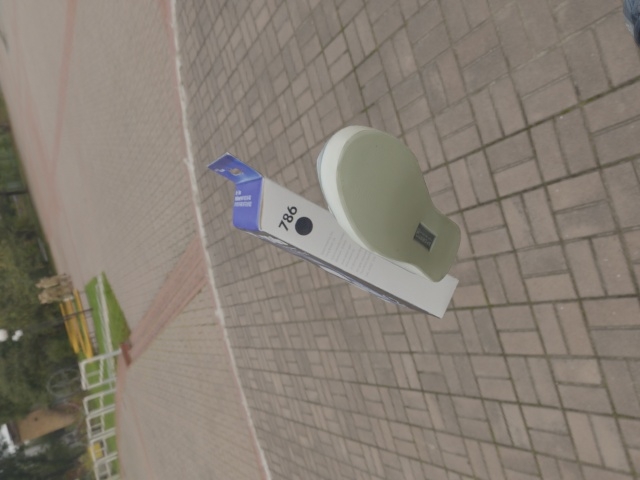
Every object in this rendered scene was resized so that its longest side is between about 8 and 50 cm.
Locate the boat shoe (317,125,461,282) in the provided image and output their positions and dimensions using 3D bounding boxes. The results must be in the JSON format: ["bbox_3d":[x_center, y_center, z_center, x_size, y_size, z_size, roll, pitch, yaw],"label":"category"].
[{"bbox_3d":[0.047,-0.024,0.434,0.081,0.227,0.079,22,82,36],"label":"boat shoe"}]

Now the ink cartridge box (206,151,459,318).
[{"bbox_3d":[0.000,0.000,0.667,0.065,0.333,0.165,-64,18,-6],"label":"ink cartridge box"}]

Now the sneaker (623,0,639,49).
[{"bbox_3d":[0.272,-0.135,0.353,0.121,0.111,0.300,12,74,45],"label":"sneaker"}]
